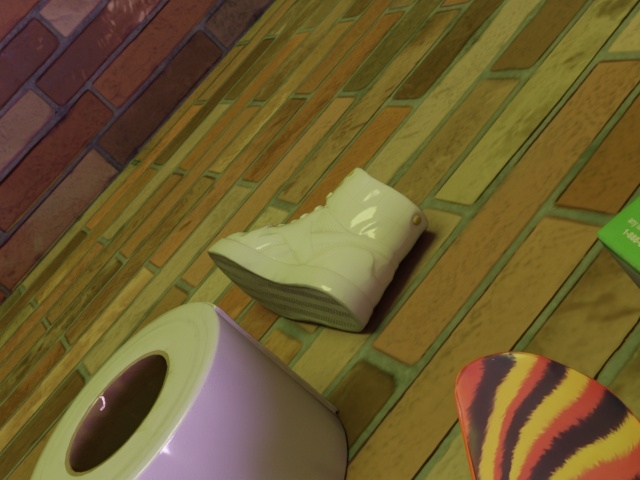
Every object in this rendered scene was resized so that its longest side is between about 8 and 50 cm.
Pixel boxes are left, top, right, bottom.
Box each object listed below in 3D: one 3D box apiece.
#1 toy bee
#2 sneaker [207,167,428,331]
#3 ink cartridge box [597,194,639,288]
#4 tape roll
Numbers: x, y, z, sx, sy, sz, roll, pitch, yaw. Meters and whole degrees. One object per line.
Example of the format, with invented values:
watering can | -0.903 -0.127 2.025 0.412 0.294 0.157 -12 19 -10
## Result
toy bee | 0.149 0.200 0.430 0.162 0.299 0.195 -6 1 18
sneaker | 0.000 0.000 1.057 0.292 0.108 0.169 12 59 53
ink cartridge box | 0.329 -0.027 0.494 0.289 0.121 0.211 -43 23 7
tape roll | -0.120 0.199 0.836 0.246 0.169 0.246 -38 24 21
